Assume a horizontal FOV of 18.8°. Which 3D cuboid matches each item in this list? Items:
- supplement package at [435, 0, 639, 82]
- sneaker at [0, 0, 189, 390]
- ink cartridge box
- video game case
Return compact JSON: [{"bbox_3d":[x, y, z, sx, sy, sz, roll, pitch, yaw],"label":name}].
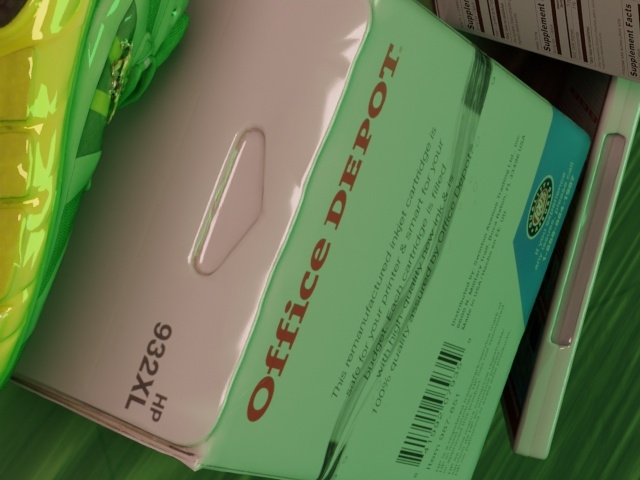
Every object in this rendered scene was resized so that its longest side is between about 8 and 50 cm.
[{"bbox_3d":[0.189,-0.208,1.093,0.194,0.203,0.149,-53,149,-29],"label":"supplement package"},{"bbox_3d":[-0.104,-0.063,0.748,0.123,0.109,0.295,13,95,-59],"label":"sneaker"},{"bbox_3d":[0.000,0.000,0.960,0.307,0.129,0.223,23,87,-63],"label":"ink cartridge box"},{"bbox_3d":[0.163,-0.022,1.262,0.204,0.025,0.285,-85,-171,-77],"label":"video game case"}]
